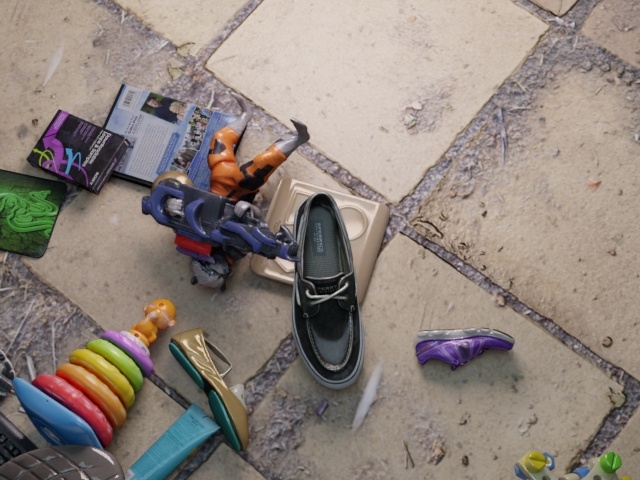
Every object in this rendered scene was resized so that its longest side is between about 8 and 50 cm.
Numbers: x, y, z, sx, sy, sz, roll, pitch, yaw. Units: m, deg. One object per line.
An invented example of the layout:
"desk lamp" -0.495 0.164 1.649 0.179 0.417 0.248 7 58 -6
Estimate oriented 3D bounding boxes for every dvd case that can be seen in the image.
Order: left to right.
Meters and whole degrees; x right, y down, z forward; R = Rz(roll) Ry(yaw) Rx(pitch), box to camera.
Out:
"dvd case" -0.282 -0.176 2.035 0.253 0.022 0.180 17 72 8

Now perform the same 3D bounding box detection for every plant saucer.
"plant saucer" -0.267 -0.083 1.983 0.083 0.015 0.083 1 97 11

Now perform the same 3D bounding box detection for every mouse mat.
"mouse mat" -0.569 -0.055 2.009 0.190 0.007 0.152 12 70 6

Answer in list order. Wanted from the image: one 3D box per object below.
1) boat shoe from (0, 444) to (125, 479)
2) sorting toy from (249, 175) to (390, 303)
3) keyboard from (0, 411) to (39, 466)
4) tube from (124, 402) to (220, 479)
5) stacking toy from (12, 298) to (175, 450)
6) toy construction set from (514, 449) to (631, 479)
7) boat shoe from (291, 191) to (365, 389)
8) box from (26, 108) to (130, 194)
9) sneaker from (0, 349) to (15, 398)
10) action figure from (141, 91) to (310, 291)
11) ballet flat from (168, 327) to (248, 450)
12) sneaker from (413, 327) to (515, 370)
"boat shoe" -0.473 0.422 1.725 0.355 0.130 0.132 -19 64 -5
"sorting toy" 0.000 0.000 1.954 0.208 0.038 0.193 17 71 4
"keyboard" -0.530 0.420 1.809 0.317 0.033 0.201 39 70 16
"tube" -0.262 0.359 1.820 0.207 0.052 0.080 -44 52 -14
"stacking toy" -0.346 0.210 1.839 0.175 0.165 0.302 27 61 23
"toy construction set" 0.429 0.469 1.698 0.215 0.151 0.327 -6 76 -26
"boat shoe" 0.002 0.079 1.843 0.121 0.119 0.335 -10 75 -4
"box" -0.441 -0.162 2.013 0.162 0.029 0.116 23 75 21
"sneaker" -0.635 0.171 1.877 0.275 0.110 0.107 33 91 -4
"action figure" -0.118 -0.058 1.893 0.341 0.178 0.330 28 92 32
"ballet flat" -0.167 0.241 1.849 0.073 0.080 0.232 -28 72 -24
"sneaker" 0.244 0.183 1.869 0.170 0.068 0.071 -4 85 10
